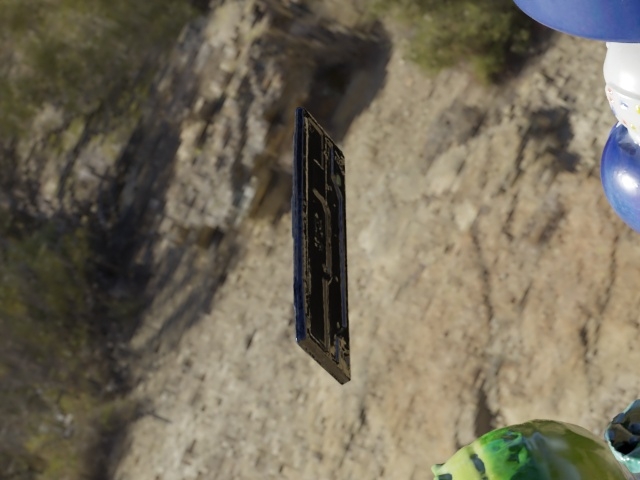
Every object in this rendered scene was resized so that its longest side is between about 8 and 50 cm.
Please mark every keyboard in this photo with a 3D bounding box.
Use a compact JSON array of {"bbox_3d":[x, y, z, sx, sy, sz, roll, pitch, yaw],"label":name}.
[{"bbox_3d":[0.000,0.000,0.699,0.010,0.053,0.155,-19,49,22],"label":"keyboard"}]

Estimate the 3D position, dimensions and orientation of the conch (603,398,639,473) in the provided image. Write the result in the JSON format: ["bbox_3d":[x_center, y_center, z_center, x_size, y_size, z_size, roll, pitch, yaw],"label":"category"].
[{"bbox_3d":[0.381,0.192,1.182,0.202,0.134,0.196,-14,13,37],"label":"conch"}]

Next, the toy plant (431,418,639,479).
[{"bbox_3d":[0.239,0.167,0.766,0.184,0.316,0.224,68,-177,-62],"label":"toy plant"}]

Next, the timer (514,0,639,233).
[{"bbox_3d":[0.265,-0.152,0.970,0.270,0.383,0.270,-11,35,8],"label":"timer"}]
